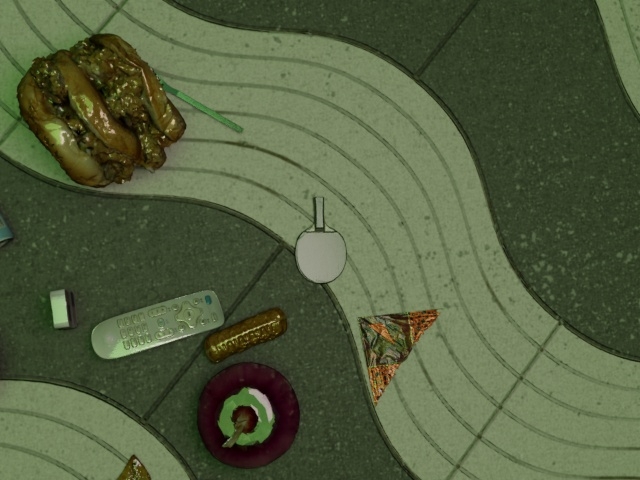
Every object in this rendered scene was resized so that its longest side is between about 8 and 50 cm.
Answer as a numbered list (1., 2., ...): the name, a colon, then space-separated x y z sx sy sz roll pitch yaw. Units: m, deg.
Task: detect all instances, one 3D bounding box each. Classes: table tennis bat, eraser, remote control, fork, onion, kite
1. table tennis bat: 0.000 0.000 1.546 0.095 0.014 0.158 -2 87 -7
2. eraser: -0.429 0.117 1.428 0.026 0.105 0.065 -10 86 -9
3. remote control: -0.282 0.151 1.479 0.229 0.044 0.073 -17 71 -17
4. fork: -0.243 -0.253 1.533 0.235 0.021 0.039 31 85 -6
5. onion: -0.121 0.293 1.436 0.177 0.153 0.177 6 60 -9
6. kite: 0.115 0.177 1.550 0.125 0.008 0.222 36 81 -1

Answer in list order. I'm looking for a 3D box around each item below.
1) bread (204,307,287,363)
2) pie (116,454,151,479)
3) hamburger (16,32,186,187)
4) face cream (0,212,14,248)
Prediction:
1. bread: -0.131 0.166 1.496 0.157 0.044 0.052 -23 94 -9
2. pie: -0.343 0.459 1.447 0.092 0.034 0.170 42 75 -1
3. hamburger: -0.367 -0.222 1.398 0.211 0.260 0.245 -37 71 -5
4. face cream: -0.605 -0.087 1.439 0.075 0.075 0.229 -29 89 -9
